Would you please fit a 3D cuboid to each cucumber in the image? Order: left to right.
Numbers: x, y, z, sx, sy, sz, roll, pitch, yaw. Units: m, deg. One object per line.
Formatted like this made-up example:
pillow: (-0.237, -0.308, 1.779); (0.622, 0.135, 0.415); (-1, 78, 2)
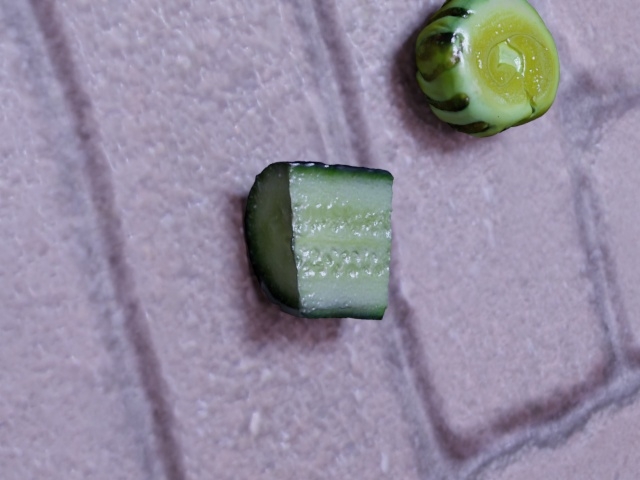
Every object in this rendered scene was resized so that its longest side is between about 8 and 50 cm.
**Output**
cucumber: (0.000, 0.000, 1.338); (0.115, 0.062, 0.116); (3, 91, -39)

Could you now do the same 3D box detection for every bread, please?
bread: (0.133, -0.145, 1.459); (0.139, 0.071, 0.130); (-44, 116, -36)
